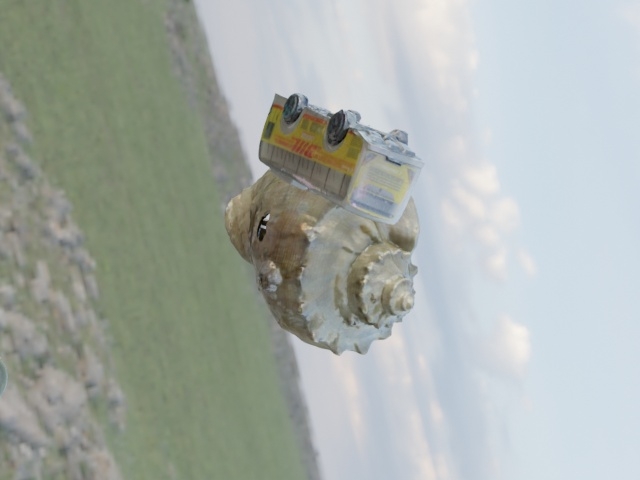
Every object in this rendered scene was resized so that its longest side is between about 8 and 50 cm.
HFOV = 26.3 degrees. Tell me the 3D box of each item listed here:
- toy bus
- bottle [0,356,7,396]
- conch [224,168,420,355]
[{"bbox_3d":[0.017,-0.097,1.535,0.268,0.092,0.106,32,-77,60],"label":"toy bus"},{"bbox_3d":[-0.251,0.088,0.960,0.047,0.063,0.101,45,-9,-21],"label":"bottle"},{"bbox_3d":[-0.002,0.000,1.804,0.263,0.324,0.186,-66,160,2],"label":"conch"}]
